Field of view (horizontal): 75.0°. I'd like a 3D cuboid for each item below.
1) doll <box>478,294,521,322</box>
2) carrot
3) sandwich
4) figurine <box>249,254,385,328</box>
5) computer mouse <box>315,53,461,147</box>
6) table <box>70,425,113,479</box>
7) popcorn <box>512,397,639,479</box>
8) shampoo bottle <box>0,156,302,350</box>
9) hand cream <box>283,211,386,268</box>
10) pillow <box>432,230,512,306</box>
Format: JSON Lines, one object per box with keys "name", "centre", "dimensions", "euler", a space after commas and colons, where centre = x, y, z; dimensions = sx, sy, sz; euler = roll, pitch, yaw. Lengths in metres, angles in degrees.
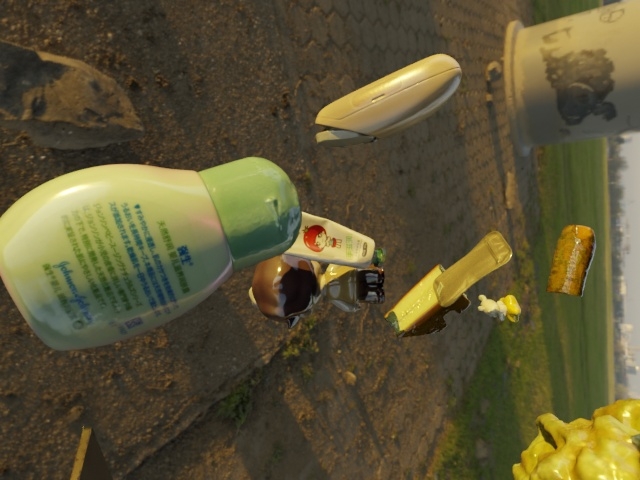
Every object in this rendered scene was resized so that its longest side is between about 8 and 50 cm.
{"name": "doll", "centre": [0.513, 0.194, 1.199], "dimensions": [0.135, 0.113, 0.071], "euler": [-35, 129, -65]}
{"name": "carrot", "centre": [0.580, 0.049, 0.964], "dimensions": [0.082, 0.082, 0.173], "euler": [30, 77, -51]}
{"name": "sandwich", "centre": [0.317, 0.199, 1.250], "dimensions": [0.236, 0.122, 0.128], "euler": [-42, 124, 8]}
{"name": "figurine", "centre": [-0.014, 0.111, 1.165], "dimensions": [0.206, 0.366, 0.217], "euler": [-120, -152, -65]}
{"name": "computer mouse", "centre": [0.105, -0.205, 0.655], "dimensions": [0.081, 0.237, 0.145], "euler": [66, 13, -6]}
{"name": "table", "centre": [-0.377, 0.395, 0.442], "dimensions": [0.282, 0.251, 0.196], "euler": [-116, -159, -57]}
{"name": "popcorn", "centre": [0.421, 0.404, 0.619], "dimensions": [0.279, 0.274, 0.335], "euler": [8, 106, -41]}
{"name": "shampoo bottle", "centre": [-0.190, -0.006, 0.544], "dimensions": [0.350, 0.151, 0.221], "euler": [-21, 116, -18]}
{"name": "hand cream", "centre": [0.000, 0.000, 1.001], "dimensions": [0.337, 0.076, 0.121], "euler": [17, 75, -17]}
{"name": "pillow", "centre": [0.365, 0.071, 1.022], "dimensions": [0.033, 0.217, 0.130], "euler": [37, 24, -19]}
